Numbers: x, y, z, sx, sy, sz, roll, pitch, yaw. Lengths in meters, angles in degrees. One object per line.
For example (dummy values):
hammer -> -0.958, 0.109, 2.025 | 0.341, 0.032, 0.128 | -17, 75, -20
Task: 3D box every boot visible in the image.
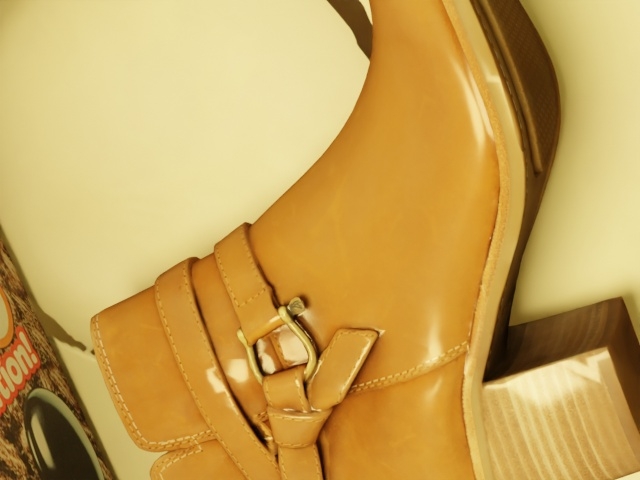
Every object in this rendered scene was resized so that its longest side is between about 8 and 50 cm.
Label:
boot -> 0.000, 0.000, 0.539 | 0.152, 0.073, 0.197 | -17, 93, 19

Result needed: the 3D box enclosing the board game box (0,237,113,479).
board game box -> -0.152, 0.121, 0.510 | 0.141, 0.232, 0.291 | -24, 94, 15
